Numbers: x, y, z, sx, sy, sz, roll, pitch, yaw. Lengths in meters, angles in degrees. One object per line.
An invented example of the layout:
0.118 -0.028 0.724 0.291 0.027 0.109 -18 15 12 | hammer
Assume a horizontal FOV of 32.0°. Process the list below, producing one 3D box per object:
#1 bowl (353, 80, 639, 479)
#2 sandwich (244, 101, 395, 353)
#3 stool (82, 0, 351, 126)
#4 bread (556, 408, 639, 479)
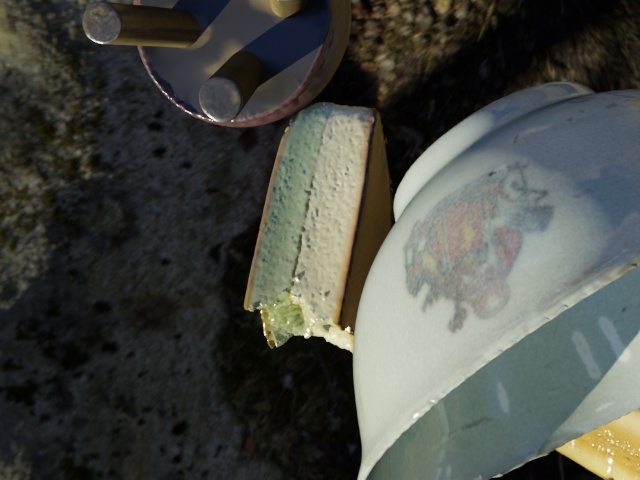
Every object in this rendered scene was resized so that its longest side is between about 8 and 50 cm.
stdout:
0.177 0.012 0.836 0.435 0.435 0.196 -37 64 17 | bowl
0.000 0.000 1.104 0.108 0.186 0.220 9 139 15 | sandwich
-0.112 -0.261 1.265 0.272 0.178 0.272 2 97 14 | stool
0.368 0.223 1.275 0.305 0.091 0.141 29 123 50 | bread
